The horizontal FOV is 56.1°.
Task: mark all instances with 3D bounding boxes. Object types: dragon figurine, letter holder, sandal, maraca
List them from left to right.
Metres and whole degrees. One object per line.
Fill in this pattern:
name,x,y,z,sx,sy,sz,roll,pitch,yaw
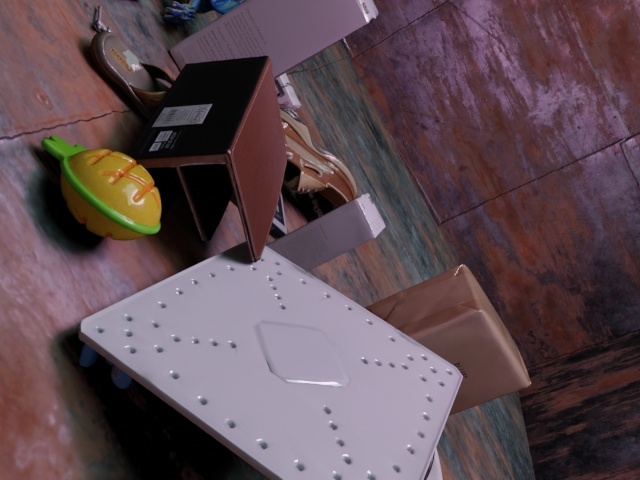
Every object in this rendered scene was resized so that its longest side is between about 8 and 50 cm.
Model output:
maraca,-0.270,-0.069,0.746,0.185,0.099,0.127,43,6,22
sandal,-0.274,-0.256,0.979,0.219,0.060,0.090,49,37,-41
dragon figurine,-0.215,-0.530,1.284,0.289,0.085,0.144,-24,122,-42
letter holder,-0.157,-0.126,0.956,0.302,0.152,0.214,-80,164,-49

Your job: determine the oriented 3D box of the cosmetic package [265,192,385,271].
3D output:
cosmetic package,0.000,0.000,1.146,0.085,0.231,0.117,63,20,-3

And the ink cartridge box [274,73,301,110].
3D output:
ink cartridge box,-0.125,-0.372,1.496,0.135,0.099,0.056,63,19,0

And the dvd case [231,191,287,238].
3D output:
dvd case,-0.141,-0.140,1.268,0.179,0.029,0.239,43,27,-46

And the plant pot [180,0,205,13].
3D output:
plant pot,-0.273,-0.573,1.355,0.134,0.134,0.095,36,59,-54

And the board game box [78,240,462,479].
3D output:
board game box,-0.032,0.160,0.764,0.390,0.050,0.390,31,23,13

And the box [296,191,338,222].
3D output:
box,0.027,-0.074,1.550,0.147,0.077,0.180,66,19,5

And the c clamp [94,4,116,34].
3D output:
c clamp,-0.320,-0.302,1.010,0.161,0.022,0.137,48,26,-41

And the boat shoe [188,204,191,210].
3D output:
boat shoe,-0.198,-0.064,0.995,0.038,0.046,0.125,41,27,-49

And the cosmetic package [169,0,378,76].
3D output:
cosmetic package,-0.086,-0.428,1.230,0.156,0.385,0.217,59,19,-16

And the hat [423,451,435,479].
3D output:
hat,0.062,0.241,0.936,0.331,0.134,0.331,16,44,-16

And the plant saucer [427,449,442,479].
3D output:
plant saucer,0.111,0.369,1.171,0.400,0.100,0.400,52,22,-32

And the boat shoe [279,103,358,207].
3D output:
boat shoe,-0.045,-0.165,1.346,0.324,0.122,0.120,42,69,-35

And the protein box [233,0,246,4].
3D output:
protein box,-0.122,-0.609,1.650,0.201,0.200,0.136,57,20,-20

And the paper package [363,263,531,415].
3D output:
paper package,0.303,0.267,1.484,0.325,0.309,0.168,53,20,-32
